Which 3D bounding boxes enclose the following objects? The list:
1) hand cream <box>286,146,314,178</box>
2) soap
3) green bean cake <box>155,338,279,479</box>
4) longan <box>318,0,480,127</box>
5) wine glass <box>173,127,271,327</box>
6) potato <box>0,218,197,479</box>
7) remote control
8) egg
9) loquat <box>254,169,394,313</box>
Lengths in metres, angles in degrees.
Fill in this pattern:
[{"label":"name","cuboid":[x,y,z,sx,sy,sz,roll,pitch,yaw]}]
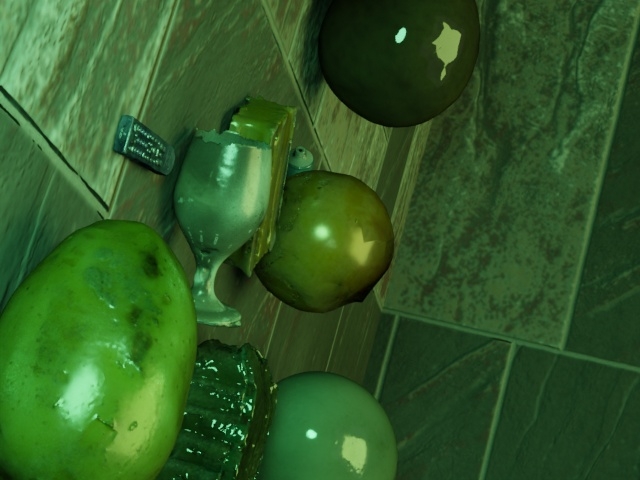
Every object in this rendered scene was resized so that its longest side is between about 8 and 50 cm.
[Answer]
[{"label":"hand cream","cuboid":[-0.042,-0.075,2.478,0.224,0.048,0.083,97,9,-50]},{"label":"soap","cuboid":[-0.099,-0.080,2.097,0.135,0.076,0.233,-53,154,-65]},{"label":"green bean cake","cuboid":[-0.149,0.284,2.115,0.241,0.132,0.255,68,34,-70]},{"label":"longan","cuboid":[0.135,-0.343,2.451,0.297,0.297,0.297,13,90,-79]},{"label":"wine glass","cuboid":[-0.135,-0.017,1.873,0.126,0.126,0.241,-28,131,-75]},{"label":"potato","cuboid":[-0.223,0.124,1.406,0.216,0.215,0.304,78,17,-64]},{"label":"remote control","cuboid":[-0.204,-0.106,1.690,0.152,0.027,0.043,42,68,-75]},{"label":"egg","cuboid":[-0.003,0.371,2.537,0.389,0.276,0.276,78,27,-67]},{"label":"loquat","cuboid":[0.000,0.000,2.280,0.235,0.235,0.235,13,90,-79]}]
